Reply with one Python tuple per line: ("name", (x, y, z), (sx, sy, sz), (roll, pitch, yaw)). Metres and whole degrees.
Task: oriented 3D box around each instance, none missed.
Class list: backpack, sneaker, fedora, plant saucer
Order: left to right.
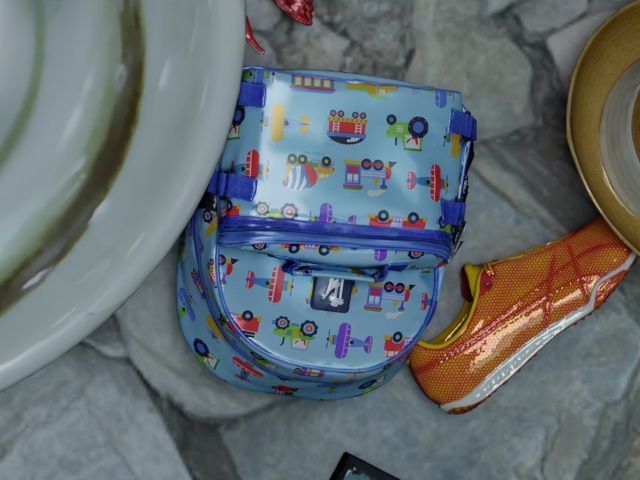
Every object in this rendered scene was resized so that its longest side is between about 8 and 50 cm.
("plant saucer", (-0.237, -0.093, 0.890), (0.401, 0.100, 0.400), (-13, 123, -21))
("backpack", (0.000, 0.000, 1.016), (0.158, 0.117, 0.173), (10, 86, -12))
("sneaker", (0.122, 0.026, 1.077), (0.175, 0.064, 0.067), (-39, 89, -10))
("fedora", (0.236, -0.066, 1.060), (0.194, 0.079, 0.194), (6, 74, -22))

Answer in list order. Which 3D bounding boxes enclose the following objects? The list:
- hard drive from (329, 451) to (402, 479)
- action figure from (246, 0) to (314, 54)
("hard drive", (0.051, 0.195, 1.091), (0.135, 0.022, 0.094), (28, 87, -12))
("action figure", (0.004, -0.175, 1.023), (0.280, 0.091, 0.139), (-20, 85, -10))
